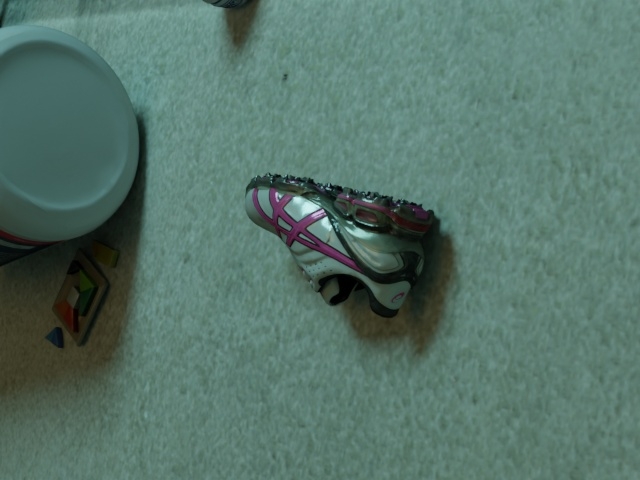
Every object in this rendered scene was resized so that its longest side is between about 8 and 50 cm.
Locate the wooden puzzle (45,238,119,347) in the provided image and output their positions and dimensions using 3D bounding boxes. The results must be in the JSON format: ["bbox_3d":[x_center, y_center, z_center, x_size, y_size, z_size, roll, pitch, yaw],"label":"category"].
[{"bbox_3d":[-0.220,0.049,1.432,0.078,0.014,0.116,37,109,52],"label":"wooden puzzle"}]

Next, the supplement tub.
[{"bbox_3d":[-0.308,-0.071,1.438,0.272,0.191,0.191,-18,66,49],"label":"supplement tub"}]

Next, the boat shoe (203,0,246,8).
[{"bbox_3d":[-0.078,-0.325,1.300,0.095,0.084,0.258,-4,77,53],"label":"boat shoe"}]

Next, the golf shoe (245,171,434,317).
[{"bbox_3d":[0.000,0.000,1.110,0.186,0.067,0.086,17,95,54],"label":"golf shoe"}]
